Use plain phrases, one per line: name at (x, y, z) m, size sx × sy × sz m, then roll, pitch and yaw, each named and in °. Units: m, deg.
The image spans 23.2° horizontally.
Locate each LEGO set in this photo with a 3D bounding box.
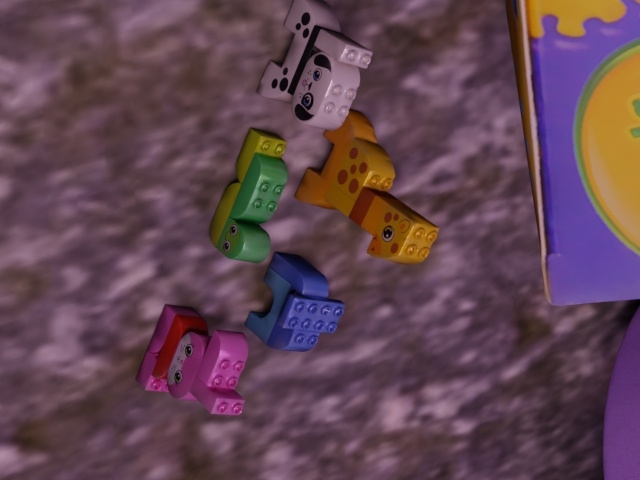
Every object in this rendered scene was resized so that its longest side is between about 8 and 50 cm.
LEGO set at (0.000, 0.000, 0.813) m, size 0.087 × 0.093 × 0.227 m, roll 9°, pitch 110°, yaw -42°

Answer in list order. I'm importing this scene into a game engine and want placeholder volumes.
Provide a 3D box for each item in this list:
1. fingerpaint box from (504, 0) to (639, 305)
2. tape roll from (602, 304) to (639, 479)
fingerpaint box at (0.120, -0.259, 0.492) m, size 0.163 × 0.371 × 0.445 m, roll -6°, pitch 140°, yaw 8°
tape roll at (0.310, 0.146, 1.067) m, size 0.275 × 0.090 × 0.274 m, roll 7°, pitch 80°, yaw -42°
